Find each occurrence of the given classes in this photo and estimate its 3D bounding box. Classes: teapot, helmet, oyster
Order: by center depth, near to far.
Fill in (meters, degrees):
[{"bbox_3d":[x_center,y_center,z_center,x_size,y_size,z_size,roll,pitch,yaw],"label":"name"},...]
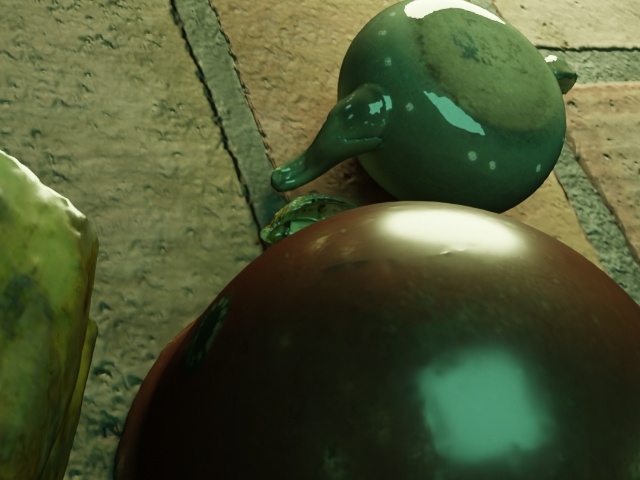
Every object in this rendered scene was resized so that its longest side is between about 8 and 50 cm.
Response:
[{"bbox_3d":[0.083,0.109,0.570,0.385,0.230,0.337,12,52,-8],"label":"helmet"},{"bbox_3d":[0.000,0.000,0.762,0.081,0.038,0.083,-38,113,-16],"label":"oyster"},{"bbox_3d":[0.103,-0.104,0.816,0.294,0.129,0.193,-16,69,-38],"label":"teapot"}]

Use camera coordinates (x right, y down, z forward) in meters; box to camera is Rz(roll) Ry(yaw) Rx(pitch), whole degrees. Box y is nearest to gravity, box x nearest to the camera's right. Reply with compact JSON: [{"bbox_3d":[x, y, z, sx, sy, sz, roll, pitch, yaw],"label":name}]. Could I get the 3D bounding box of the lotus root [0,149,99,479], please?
[{"bbox_3d":[-0.238,0.112,0.408,0.250,0.250,0.346,24,44,-14],"label":"lotus root"}]
